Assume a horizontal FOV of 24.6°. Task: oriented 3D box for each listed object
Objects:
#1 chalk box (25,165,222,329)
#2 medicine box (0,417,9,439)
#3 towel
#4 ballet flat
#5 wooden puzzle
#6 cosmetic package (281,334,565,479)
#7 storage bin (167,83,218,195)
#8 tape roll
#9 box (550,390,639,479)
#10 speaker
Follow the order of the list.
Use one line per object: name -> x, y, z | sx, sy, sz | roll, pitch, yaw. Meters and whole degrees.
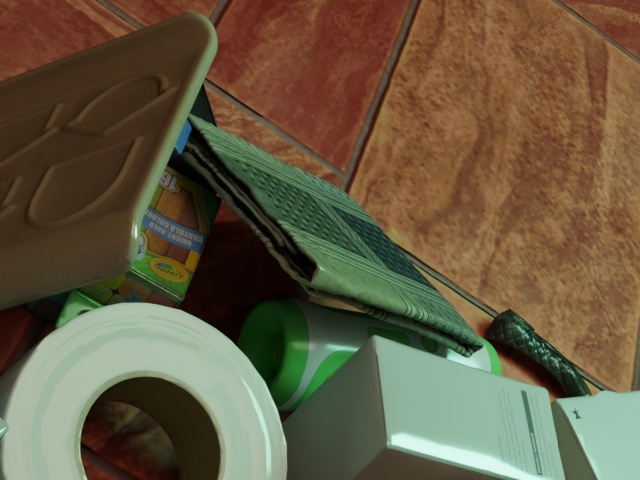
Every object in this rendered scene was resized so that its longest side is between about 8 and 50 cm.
chalk box -> -0.210, 0.026, 1.526 | 0.132, 0.132, 0.213 | 31, 40, -14
medicine box -> -0.453, 0.173, 1.182 | 0.263, 0.149, 0.289 | 43, 39, 1
towel -> 0.000, 0.000, 1.600 | 0.324, 0.056, 0.312 | 26, 18, -48
ballet flat -> 0.287, 0.157, 1.902 | 0.173, 0.049, 0.057 | 42, 6, -6
wooden puzzle -> -0.261, -0.055, 1.452 | 0.080, 0.322, 0.348 | 55, 32, -35
cosmetic package -> 0.090, 0.235, 1.516 | 0.224, 0.224, 0.138 | 19, 45, -26
storage bin -> -0.191, -0.121, 1.713 | 0.122, 0.084, 0.180 | 6, 53, -36
tape roll -> -0.174, 0.206, 1.363 | 0.286, 0.100, 0.286 | 13, 64, -28
box -> 0.344, 0.287, 1.762 | 0.181, 0.119, 0.182 | 0, 55, -39
speaker -> 0.058, 0.142, 1.648 | 0.296, 0.131, 0.131 | 12, 49, -33
